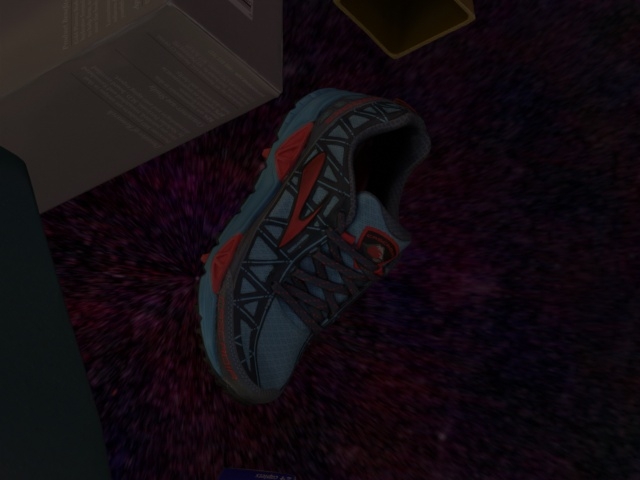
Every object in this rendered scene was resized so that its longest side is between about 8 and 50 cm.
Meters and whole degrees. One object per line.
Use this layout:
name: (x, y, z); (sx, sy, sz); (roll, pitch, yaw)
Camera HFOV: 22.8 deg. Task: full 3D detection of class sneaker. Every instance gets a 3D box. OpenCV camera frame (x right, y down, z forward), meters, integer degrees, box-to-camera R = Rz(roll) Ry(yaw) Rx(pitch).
sneaker: (0.000, 0.000, 1.164); (0.104, 0.125, 0.262); (39, 66, -44)

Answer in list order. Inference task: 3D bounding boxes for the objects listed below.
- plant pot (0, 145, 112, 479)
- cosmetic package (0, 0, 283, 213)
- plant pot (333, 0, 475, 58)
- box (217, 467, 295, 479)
plant pot: (-0.159, 0.079, 0.433); (0.165, 0.165, 0.234); (-37, 54, 14)
cosmetic package: (-0.143, -0.105, 0.905); (0.238, 0.107, 0.127); (-24, 50, 31)
plant pot: (0.067, -0.209, 1.240); (0.081, 0.081, 0.083); (40, 41, -36)
box: (-0.066, 0.287, 1.359); (0.072, 0.137, 0.126); (4, 126, 17)
